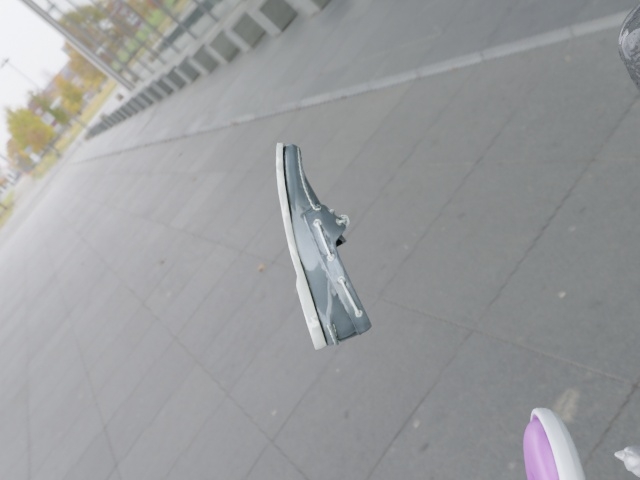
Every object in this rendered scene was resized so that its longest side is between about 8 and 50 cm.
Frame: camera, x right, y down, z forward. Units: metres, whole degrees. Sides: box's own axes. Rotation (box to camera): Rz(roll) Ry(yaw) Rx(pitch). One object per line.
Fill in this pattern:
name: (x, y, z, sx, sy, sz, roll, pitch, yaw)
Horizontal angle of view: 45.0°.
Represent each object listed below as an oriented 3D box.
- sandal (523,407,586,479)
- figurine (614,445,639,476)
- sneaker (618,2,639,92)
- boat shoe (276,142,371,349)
sandal: (0.208, 0.374, 0.741, 0.169, 0.102, 0.417, -93, -1, -87)
figurine: (0.710, 0.438, 1.515, 0.215, 0.209, 0.092, 103, -175, -65)
sneaker: (0.312, -0.050, 0.518, 0.162, 0.281, 0.106, -50, -1, -45)
boat shoe: (0.000, 0.000, 1.175, 0.099, 0.320, 0.116, -13, -7, 0)
